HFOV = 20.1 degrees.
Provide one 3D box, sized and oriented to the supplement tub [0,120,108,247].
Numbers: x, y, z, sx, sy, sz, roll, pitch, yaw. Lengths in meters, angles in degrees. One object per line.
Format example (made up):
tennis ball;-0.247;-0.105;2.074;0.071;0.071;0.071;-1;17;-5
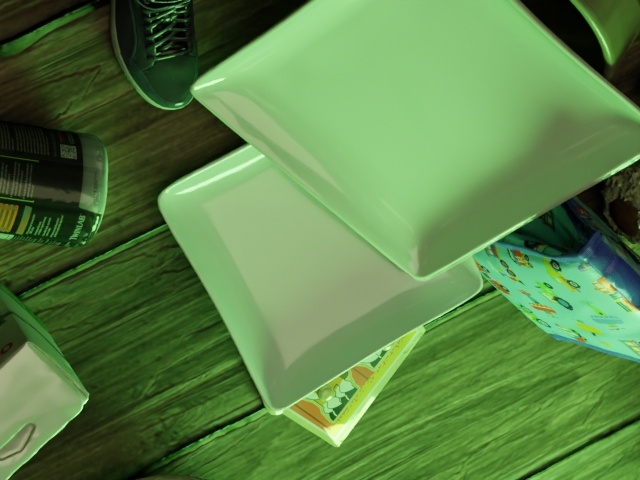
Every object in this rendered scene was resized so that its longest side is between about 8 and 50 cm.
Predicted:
supplement tub;-0.313;-0.060;1.776;0.190;0.117;0.117;8;103;-24

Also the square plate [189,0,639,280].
square plate;0.104;-0.137;1.796;0.347;0.049;0.344;39;132;-23

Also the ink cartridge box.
ink cartridge box;-0.335;0.141;1.771;0.160;0.219;0.092;-44;117;-4

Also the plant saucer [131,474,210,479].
plant saucer;-0.189;0.405;1.989;0.332;0.084;0.332;-7;109;-21

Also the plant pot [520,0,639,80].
plant pot;0.222;-0.354;1.783;0.323;0.323;0.280;39;80;-27

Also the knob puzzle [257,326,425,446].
knob puzzle;0.003;0.118;2.007;0.213;0.030;0.213;-6;109;-19

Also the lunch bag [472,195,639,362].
lunch bag;0.292;0.041;1.951;0.221;0.293;0.138;41;89;-27

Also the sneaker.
sneaker;-0.151;-0.220;1.767;0.086;0.163;0.226;-20;114;-17

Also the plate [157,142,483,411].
plate;0.000;0.000;1.943;0.277;0.045;0.278;-30;106;-9

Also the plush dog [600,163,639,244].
plush dog;0.472;-0.105;2.043;0.210;0.262;0.225;-32;132;-47
